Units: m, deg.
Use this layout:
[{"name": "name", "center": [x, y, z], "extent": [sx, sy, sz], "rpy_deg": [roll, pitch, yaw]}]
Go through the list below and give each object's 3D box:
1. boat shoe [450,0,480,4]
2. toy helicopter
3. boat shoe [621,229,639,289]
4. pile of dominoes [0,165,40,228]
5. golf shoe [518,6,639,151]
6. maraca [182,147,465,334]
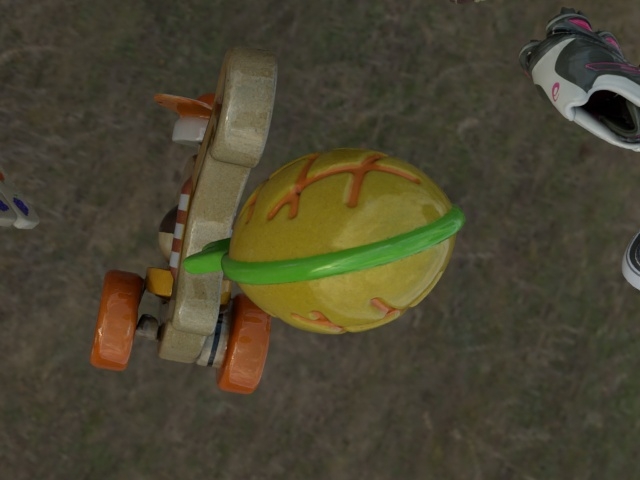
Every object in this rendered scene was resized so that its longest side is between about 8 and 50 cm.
[{"name": "boat shoe", "center": [0.042, -0.346, 1.198], "extent": [0.123, 0.123, 0.342], "rpy_deg": [-27, 119, 12]}, {"name": "toy helicopter", "center": [-0.081, -0.044, 1.056], "extent": [0.355, 0.140, 0.235], "rpy_deg": [117, -18, -59]}, {"name": "boat shoe", "center": [0.412, -0.029, 1.419], "extent": [0.228, 0.080, 0.076], "rpy_deg": [-28, 147, -17]}, {"name": "pile of dominoes", "center": [-0.283, -0.118, 0.851], "extent": [0.040, 0.251, 0.196], "rpy_deg": [-41, 168, 11]}, {"name": "golf shoe", "center": [0.319, -0.125, 1.323], "extent": [0.272, 0.120, 0.105], "rpy_deg": [15, 131, -23]}, {"name": "maraca", "center": [0.000, 0.000, 0.751], "extent": [0.127, 0.185, 0.099], "rpy_deg": [-16, 99, -33]}]
